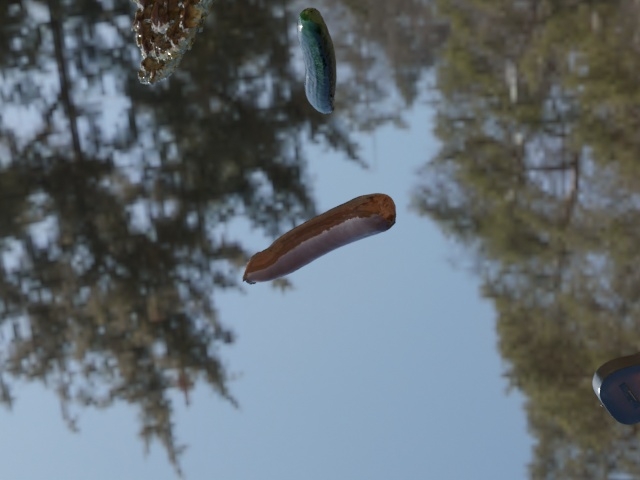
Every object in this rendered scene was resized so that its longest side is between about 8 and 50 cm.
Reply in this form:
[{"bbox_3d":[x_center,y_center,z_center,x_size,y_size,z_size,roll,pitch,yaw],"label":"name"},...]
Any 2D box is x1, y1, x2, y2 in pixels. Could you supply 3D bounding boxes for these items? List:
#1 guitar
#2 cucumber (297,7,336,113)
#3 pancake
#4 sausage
[{"bbox_3d":[0.425,0.128,1.757,0.233,0.088,0.025,-36,-150,7],"label":"guitar"},{"bbox_3d":[0.000,-0.161,1.396,0.033,0.184,0.036,-27,-113,-9],"label":"cucumber"},{"bbox_3d":[-0.128,-0.257,1.404,0.057,0.244,0.266,5,-164,-44],"label":"pancake"},{"bbox_3d":[-0.001,-0.001,1.455,0.176,0.040,0.047,-25,-144,32],"label":"sausage"}]
